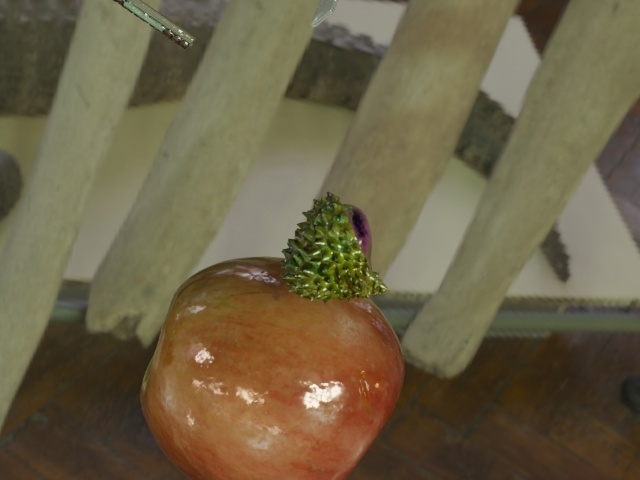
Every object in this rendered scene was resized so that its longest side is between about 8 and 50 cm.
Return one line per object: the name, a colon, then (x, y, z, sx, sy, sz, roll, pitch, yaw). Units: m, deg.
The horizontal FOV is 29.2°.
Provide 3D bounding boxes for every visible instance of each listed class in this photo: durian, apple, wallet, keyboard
durian: (0.000, -0.003, 1.500, 0.119, 0.108, 0.187, -14, 28, -6)
apple: (-0.077, 0.190, 1.702, 0.363, 0.364, 0.364, 10, 43, -10)
wallet: (0.010, -0.345, 1.799, 0.011, 0.044, 0.083, 45, 37, -22)
keyboard: (-0.190, -0.231, 1.154, 0.166, 0.017, 0.055, 34, 6, -10)
